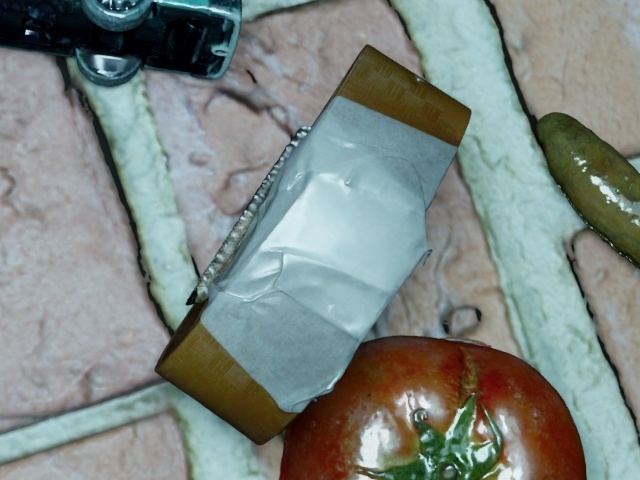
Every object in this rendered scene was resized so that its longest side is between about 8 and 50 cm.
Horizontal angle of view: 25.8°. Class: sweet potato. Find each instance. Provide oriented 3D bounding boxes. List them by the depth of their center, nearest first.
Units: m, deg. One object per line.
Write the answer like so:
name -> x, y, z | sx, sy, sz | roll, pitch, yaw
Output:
sweet potato -> 0.263, 0.004, 1.035 | 0.273, 0.075, 0.075 | 37, 72, 2

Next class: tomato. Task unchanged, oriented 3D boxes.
tomato -> 0.081, 0.164, 0.946 | 0.225, 0.085, 0.225 | 2, 79, -11

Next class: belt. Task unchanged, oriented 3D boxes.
belt -> 0.000, 0.000, 0.909 | 0.105, 0.184, 0.261 | 35, 72, -5

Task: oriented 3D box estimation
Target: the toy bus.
toy bus -> -0.180, -0.197, 0.943 | 0.256, 0.128, 0.147 | 6, 74, -10
